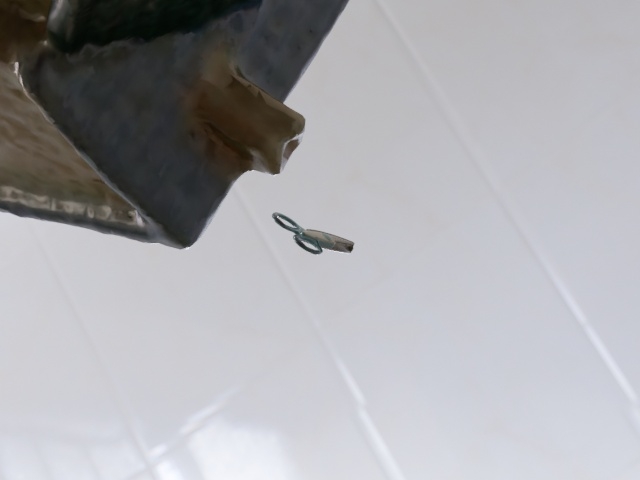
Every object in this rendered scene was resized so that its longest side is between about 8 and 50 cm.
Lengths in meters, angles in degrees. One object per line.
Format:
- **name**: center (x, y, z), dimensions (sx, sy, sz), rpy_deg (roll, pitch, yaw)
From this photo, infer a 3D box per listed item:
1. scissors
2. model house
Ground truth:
- **scissors**: center (0.000, 0.000, 1.653), dimensions (0.014, 0.058, 0.119), rpy_deg (-53, -30, 13)
- **model house**: center (-0.111, -0.229, 1.024), dimensions (0.335, 0.342, 0.382), rpy_deg (-59, -2, -23)
